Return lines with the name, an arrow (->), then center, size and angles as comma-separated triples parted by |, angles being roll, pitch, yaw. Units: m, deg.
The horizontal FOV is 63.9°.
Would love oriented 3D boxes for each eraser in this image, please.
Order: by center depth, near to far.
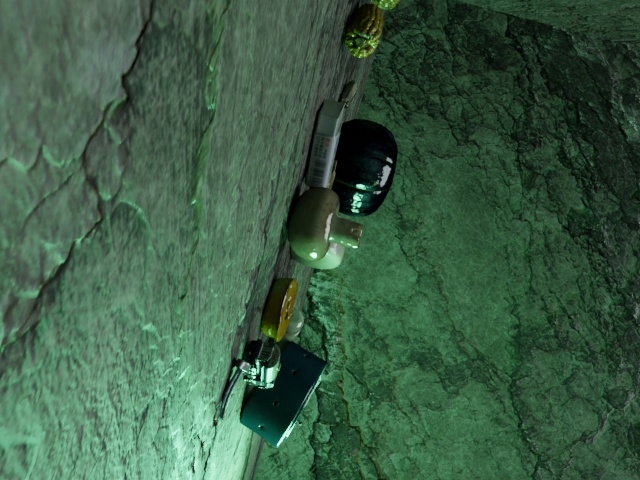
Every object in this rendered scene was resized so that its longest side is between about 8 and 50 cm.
eraser -> 0.012, -0.258, 1.383 | 0.124, 0.068, 0.210 | -69, 174, -55

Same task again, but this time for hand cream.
hand cream -> -0.139, 0.343, 1.762 | 0.147, 0.093, 0.306 | -65, 180, -47

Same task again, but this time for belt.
belt -> -0.108, 0.485, 1.633 | 0.300, 0.173, 0.436 | -57, 175, -12

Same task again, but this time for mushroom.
mushroom -> 0.015, -0.036, 1.354 | 0.204, 0.204, 0.204 | 16, 90, -87

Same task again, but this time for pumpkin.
pumpkin -> 0.142, -0.274, 1.923 | 0.363, 0.266, 0.364 | 12, 90, -89

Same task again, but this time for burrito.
burrito -> 0.096, -0.520, 1.858 | 0.188, 0.045, 0.058 | -68, 149, -46

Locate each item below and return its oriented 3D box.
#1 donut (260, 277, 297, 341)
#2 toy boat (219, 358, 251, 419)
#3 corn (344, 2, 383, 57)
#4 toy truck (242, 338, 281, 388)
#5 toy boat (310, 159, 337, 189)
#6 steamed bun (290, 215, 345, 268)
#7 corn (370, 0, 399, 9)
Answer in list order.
donut -> -0.116, 0.184, 1.400 | 0.162, 0.065, 0.178 | 92, 14, -58
toy boat -> -0.187, 0.311, 1.074 | 0.096, 0.034, 0.122 | 99, 16, -70
corn -> 0.132, -0.610, 1.477 | 0.313, 0.101, 0.102 | -70, 175, -53
toy truck -> -0.141, 0.303, 1.261 | 0.202, 0.088, 0.074 | 102, 3, -58
toy boat -> -0.004, -0.164, 1.684 | 0.088, 0.068, 0.226 | -54, 163, -68
steamed bun -> 0.000, 0.000, 1.619 | 0.242, 0.164, 0.146 | 95, 10, -70
corn -> 0.207, -0.816, 1.507 | 0.347, 0.130, 0.130 | 93, 13, -75
